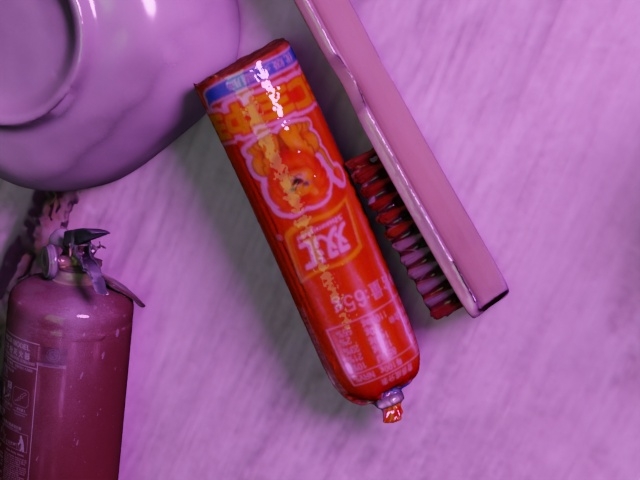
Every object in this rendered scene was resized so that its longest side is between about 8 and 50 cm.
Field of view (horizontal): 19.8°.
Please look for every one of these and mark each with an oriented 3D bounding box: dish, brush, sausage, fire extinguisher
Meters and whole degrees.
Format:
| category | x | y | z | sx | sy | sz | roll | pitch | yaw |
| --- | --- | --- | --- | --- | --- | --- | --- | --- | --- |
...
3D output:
| category | x | y | z | sx | sy | sz | roll | pitch | yaw |
| --- | --- | --- | --- | --- | --- | --- | --- | --- | --- |
| dish | -0.195 | -0.152 | 1.282 | 0.256 | 0.117 | 0.256 | 5 | 105 | 20 |
| brush | 0.028 | -0.090 | 1.241 | 0.050 | 0.060 | 0.321 | -27 | 91 | 35 |
| sausage | 0.000 | 0.000 | 1.259 | 0.074 | 0.074 | 0.274 | -19 | 101 | 24 |
| fire extinguisher | -0.185 | 0.110 | 1.348 | 0.105 | 0.105 | 0.269 | 13 | 106 | 19 |
